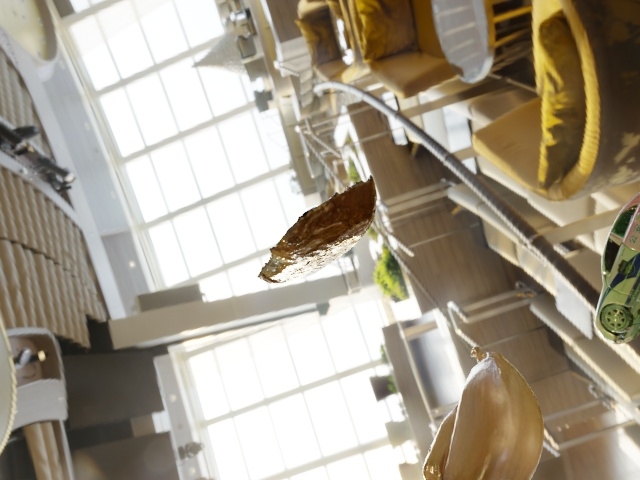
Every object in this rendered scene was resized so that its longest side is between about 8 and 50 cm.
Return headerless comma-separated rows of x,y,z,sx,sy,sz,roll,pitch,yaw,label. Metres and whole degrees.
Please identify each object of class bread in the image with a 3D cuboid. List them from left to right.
0.000,0.000,0.539,0.044,0.126,0.129,54,148,5,bread

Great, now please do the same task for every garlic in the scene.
0.245,0.278,0.810,0.217,0.110,0.228,131,157,-83,garlic

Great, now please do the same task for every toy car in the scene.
0.393,0.019,0.692,0.076,0.090,0.224,34,113,44,toy car
